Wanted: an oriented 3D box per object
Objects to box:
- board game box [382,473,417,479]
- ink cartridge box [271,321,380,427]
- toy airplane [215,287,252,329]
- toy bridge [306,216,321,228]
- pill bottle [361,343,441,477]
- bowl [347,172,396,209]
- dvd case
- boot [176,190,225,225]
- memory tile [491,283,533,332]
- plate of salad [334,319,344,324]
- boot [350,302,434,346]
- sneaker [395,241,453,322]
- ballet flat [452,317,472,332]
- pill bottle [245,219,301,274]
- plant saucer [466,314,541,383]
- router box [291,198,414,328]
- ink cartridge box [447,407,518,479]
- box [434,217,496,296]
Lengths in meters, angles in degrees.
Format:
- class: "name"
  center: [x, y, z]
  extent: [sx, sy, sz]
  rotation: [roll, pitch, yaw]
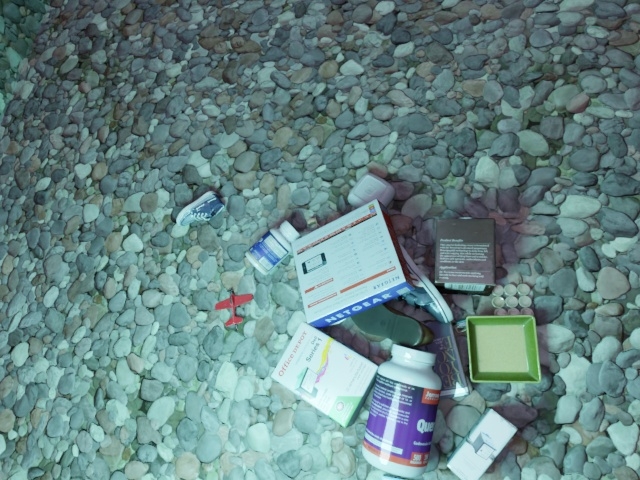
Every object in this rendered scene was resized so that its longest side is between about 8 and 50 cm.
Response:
- class: "board game box"
  center: [0.220, 0.752, 1.212]
  extent: [0.103, 0.026, 0.154]
  rotation: [2, 73, 16]
- class: "ink cartridge box"
  center: [0.019, 0.407, 1.334]
  extent: [0.278, 0.117, 0.201]
  rotation: [27, 81, 22]
- class: "toy airplane"
  center: [-0.311, 0.241, 1.529]
  extent: [0.151, 0.028, 0.151]
  rotation: [-5, 71, 16]
- class: "toy bridge"
  center: [0.000, 0.000, 1.524]
  extent: [0.063, 0.026, 0.188]
  rotation: [-16, 69, 8]
- class: "pill bottle"
  center: [0.233, 0.463, 1.206]
  extent: [0.181, 0.181, 0.323]
  rotation: [11, 82, 18]
- class: "bowl"
  center: [0.176, -0.167, 1.518]
  extent: [0.142, 0.053, 0.142]
  rotation: [36, 84, 24]
- class: "dvd case"
  center: [0.336, 0.359, 1.292]
  extent: [0.164, 0.018, 0.221]
  rotation: [-20, 68, 26]
- class: "boot"
  center: [-0.463, -0.105, 1.663]
  extent: [0.190, 0.069, 0.086]
  rotation: [-42, 64, -3]
- class: "memory tile"
  center: [0.580, 0.204, 1.303]
  extent: [0.113, 0.012, 0.148]
  rotation: [-5, 72, 14]
- class: "plate of salad"
  center: [0.030, 0.180, 1.427]
  extent: [0.200, 0.048, 0.199]
  rotation: [-12, 62, 24]
- class: "boot"
  center: [0.211, 0.250, 1.337]
  extent: [0.305, 0.115, 0.112]
  rotation: [22, 92, 46]
- class: "sneaker"
  center: [0.274, 0.146, 1.343]
  extent: [0.127, 0.126, 0.321]
  rotation: [-34, 52, 0]
- class: "ballet flat"
  center: [0.408, 0.265, 1.318]
  extent: [0.114, 0.041, 0.041]
  rotation: [-13, 69, 12]
- class: "pill bottle"
  center: [-0.161, 0.021, 1.515]
  extent: [0.187, 0.112, 0.112]
  rotation: [-43, 67, -2]
- class: "plant saucer"
  center: [0.527, 0.313, 1.256]
  extent: [0.188, 0.045, 0.188]
  rotation: [-4, 78, 15]
- class: "router box"
  center: [0.086, 0.075, 1.357]
  extent: [0.335, 0.082, 0.301]
  rotation: [-26, 56, 20]
- class: "ink cartridge box"
  center: [0.431, 0.550, 1.160]
  extent: [0.082, 0.139, 0.190]
  rotation: [37, 84, 25]
- class: "box"
  center: [0.435, 0.053, 1.309]
  extent: [0.168, 0.167, 0.203]
  rotation: [2, 73, 17]
